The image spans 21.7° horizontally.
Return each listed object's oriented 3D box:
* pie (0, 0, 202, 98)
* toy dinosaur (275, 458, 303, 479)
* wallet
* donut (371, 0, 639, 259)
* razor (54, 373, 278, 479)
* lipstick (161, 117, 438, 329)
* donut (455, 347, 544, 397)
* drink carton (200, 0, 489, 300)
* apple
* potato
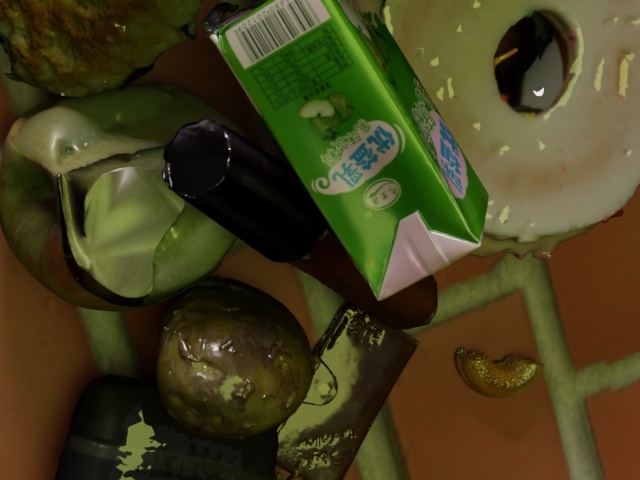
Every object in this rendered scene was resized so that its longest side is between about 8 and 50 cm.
[{"bbox_3d":[-0.208,-0.295,1.327,0.078,0.297,0.371,-30,111,-45],"label":"pie"},{"bbox_3d":[-0.050,0.272,1.610,0.037,0.058,0.180,9,119,-6],"label":"toy dinosaur"},{"bbox_3d":[0.019,0.154,1.627,0.095,0.026,0.176,32,87,-21],"label":"wallet"},{"bbox_3d":[0.168,-0.171,1.562,0.383,0.142,0.382,-4,102,-19],"label":"donut"},{"bbox_3d":[-0.163,0.298,1.536,0.204,0.113,0.349,13,95,-25],"label":"razor"},{"bbox_3d":[0.000,0.000,1.464,0.077,0.077,0.418,-59,146,-2],"label":"lipstick"},{"bbox_3d":[0.181,0.129,1.678,0.067,0.038,0.083,-47,114,-4],"label":"donut"},{"bbox_3d":[0.027,-0.102,1.375,0.108,0.161,0.271,-29,100,16],"label":"drink carton"},{"bbox_3d":[-0.169,-0.037,1.441,0.188,0.174,0.207,-17,63,-37],"label":"apple"},{"bbox_3d":[-0.074,0.096,1.472,0.149,0.251,0.113,36,108,2],"label":"potato"}]
